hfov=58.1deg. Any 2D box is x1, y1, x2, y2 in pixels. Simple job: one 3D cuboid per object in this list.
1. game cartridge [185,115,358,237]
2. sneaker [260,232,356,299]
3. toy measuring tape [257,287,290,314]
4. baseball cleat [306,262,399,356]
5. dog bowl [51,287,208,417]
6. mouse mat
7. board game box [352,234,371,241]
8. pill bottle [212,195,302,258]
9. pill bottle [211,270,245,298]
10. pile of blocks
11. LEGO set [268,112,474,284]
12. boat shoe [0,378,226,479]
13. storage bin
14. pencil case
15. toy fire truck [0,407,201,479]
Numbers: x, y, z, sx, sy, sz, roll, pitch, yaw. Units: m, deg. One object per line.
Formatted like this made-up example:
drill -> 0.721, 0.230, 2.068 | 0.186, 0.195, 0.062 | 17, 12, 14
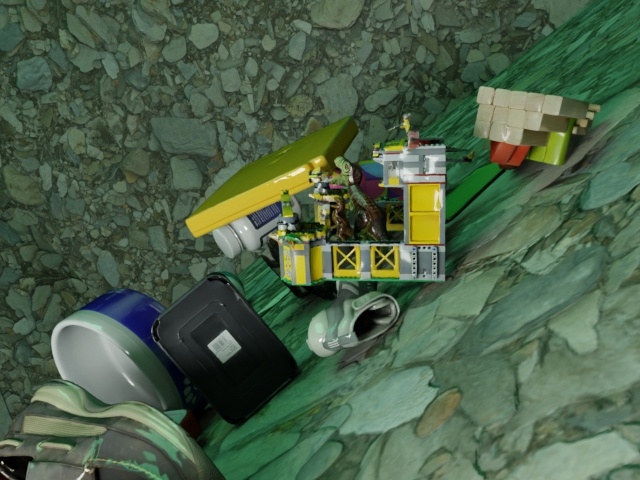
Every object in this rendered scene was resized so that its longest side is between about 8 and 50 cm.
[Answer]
game cartridge -> -0.078, -0.129, 1.111 | 0.285, 0.053, 0.324 | -22, 19, 21
sneaker -> 0.000, 0.000, 1.125 | 0.182, 0.158, 0.410 | -46, 9, -14
toy measuring tape -> -0.214, 0.171, 1.395 | 0.330, 0.121, 0.121 | -41, 6, -13
baseball cleat -> 0.060, 0.081, 0.736 | 0.109, 0.072, 0.206 | -17, 19, 30
dog bowl -> -0.311, 0.215, 0.951 | 0.264, 0.265, 0.104 | -33, 6, 43
mouse mat -> 0.249, -0.083, 1.000 | 0.189, 0.007, 0.152 | -40, 6, -15
board game box -> 0.047, 0.024, 1.290 | 0.168, 0.033, 0.133 | -39, 6, 3
pill bottle -> -0.129, -0.037, 1.159 | 0.169, 0.094, 0.094 | -35, 4, -25
pill bottle -> -0.298, 0.172, 1.727 | 0.146, 0.146, 0.264 | -40, 7, -6
pile of blocks -> 0.305, -0.150, 0.830 | 0.362, 0.148, 0.113 | -31, -48, -66
LEGO set -> 0.068, -0.076, 0.784 | 0.254, 0.192, 0.331 | 3, 17, 19
boat shoe -> -0.233, 0.252, 0.613 | 0.355, 0.132, 0.130 | -3, 36, 42
storage bin -> -0.131, 0.144, 0.795 | 0.122, 0.180, 0.084 | -40, 7, -8
pencil case -> 0.116, -0.106, 1.088 | 0.236, 0.105, 0.104 | -9, 2, -9
toy fire truck -> -0.321, 0.335, 0.742 | 0.253, 0.170, 0.302 | -16, 17, 24
